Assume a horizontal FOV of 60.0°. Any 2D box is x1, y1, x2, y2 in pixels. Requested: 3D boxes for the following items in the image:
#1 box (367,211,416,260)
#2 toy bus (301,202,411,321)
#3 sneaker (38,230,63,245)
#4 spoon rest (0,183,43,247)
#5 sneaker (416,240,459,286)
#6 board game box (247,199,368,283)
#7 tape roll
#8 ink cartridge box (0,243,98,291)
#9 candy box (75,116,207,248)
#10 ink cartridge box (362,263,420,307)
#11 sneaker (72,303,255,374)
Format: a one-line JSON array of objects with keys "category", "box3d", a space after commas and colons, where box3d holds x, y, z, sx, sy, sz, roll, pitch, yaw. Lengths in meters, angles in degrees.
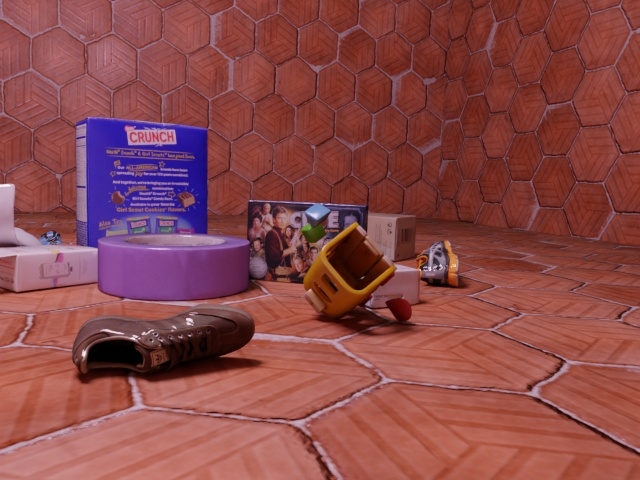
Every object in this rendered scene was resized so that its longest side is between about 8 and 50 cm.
[{"category": "box", "box3d": [0.107, -0.021, 1.610, 0.311, 0.121, 0.148, 6, 8, 31]}, {"category": "toy bus", "box3d": [0.026, 0.063, 0.834, 0.104, 0.202, 0.191, -36, 33, -27]}, {"category": "sneaker", "box3d": [-0.603, 0.015, 1.232, 0.063, 0.073, 0.162, -2, 7, -39]}, {"category": "spoon rest", "box3d": [-0.606, -0.003, 1.063, 0.137, 0.084, 0.276, -6, -24, -26]}, {"category": "sneaker", "box3d": [0.249, 0.048, 1.222, 0.083, 0.084, 0.215, -2, 7, 4]}, {"category": "board game box", "box3d": [-0.029, 0.004, 1.121, 0.243, 0.165, 0.042, 3, 6, 14]}, {"category": "tape roll", "box3d": [-0.271, 0.041, 1.039, 0.275, 0.090, 0.275, 1, 6, 0]}, {"category": "ink cartridge box", "box3d": [-0.513, 0.047, 0.996, 0.115, 0.067, 0.198, 6, 6, 37]}, {"category": "candy box", "box3d": [-0.389, -0.098, 1.221, 0.268, 0.317, 0.122, -2, 7, -39]}, {"category": "ink cartridge box", "box3d": [0.090, 0.072, 0.995, 0.109, 0.063, 0.150, -1, 7, -32]}, {"category": "sneaker", "box3d": [-0.162, 0.115, 0.588, 0.188, 0.066, 0.071, -4, 24, -10]}]
